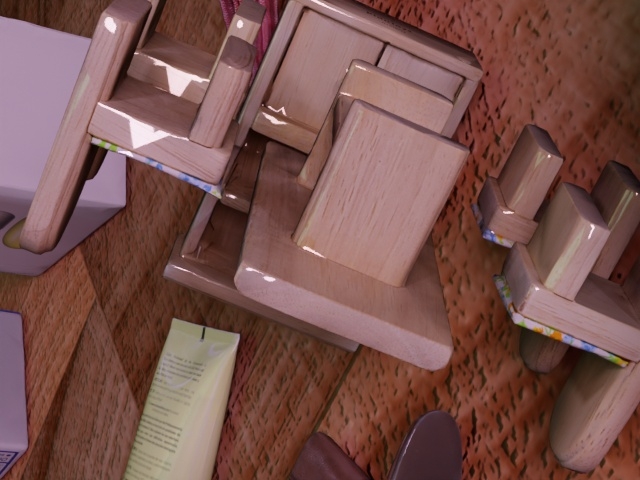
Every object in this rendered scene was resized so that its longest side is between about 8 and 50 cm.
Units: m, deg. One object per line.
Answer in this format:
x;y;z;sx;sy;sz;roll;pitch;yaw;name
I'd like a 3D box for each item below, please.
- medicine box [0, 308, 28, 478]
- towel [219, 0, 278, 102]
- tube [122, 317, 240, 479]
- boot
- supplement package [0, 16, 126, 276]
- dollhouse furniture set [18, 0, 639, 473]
-0.455;0.179;1.095;0.289;0.263;0.149;-44;45;43;medicine box
-0.049;-0.241;0.668;0.237;0.037;0.329;92;175;-62;towel
-0.101;0.171;0.736;0.070;0.062;0.240;11;84;15;tube
0.021;0.115;0.572;0.114;0.037;0.106;32;111;61;boot
-0.291;-0.077;0.975;0.203;0.194;0.149;-30;57;52;supplement package
0.000;0.000;0.483;0.242;0.212;0.161;-87;21;-69;dollhouse furniture set
